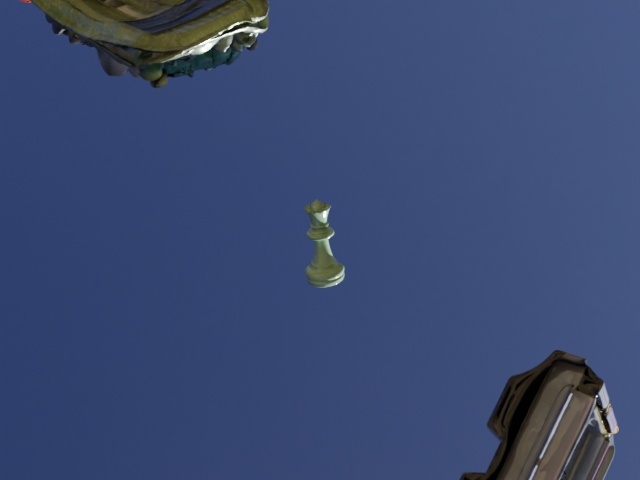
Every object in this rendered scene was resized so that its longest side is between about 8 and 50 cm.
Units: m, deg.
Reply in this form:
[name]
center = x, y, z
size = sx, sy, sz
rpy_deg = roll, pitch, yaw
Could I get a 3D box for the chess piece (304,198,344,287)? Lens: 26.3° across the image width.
[chess piece]
center = 0.000, 0.000, 1.432
size = 0.042, 0.093, 0.042
rpy_deg = -7, -155, 3

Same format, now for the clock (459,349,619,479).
[clock]
center = 0.202, 0.239, 1.317
size = 0.083, 0.186, 0.253
rpy_deg = 21, -108, 26

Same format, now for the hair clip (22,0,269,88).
[hair clip]
center = -0.174, -0.200, 1.141
size = 0.138, 0.091, 0.321
rpy_deg = -26, -135, -30
